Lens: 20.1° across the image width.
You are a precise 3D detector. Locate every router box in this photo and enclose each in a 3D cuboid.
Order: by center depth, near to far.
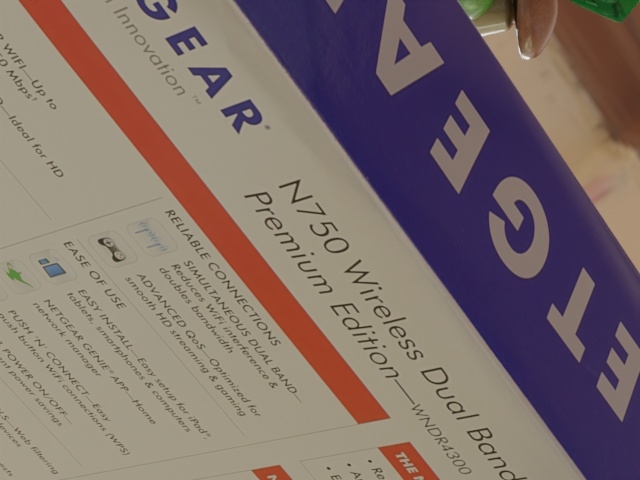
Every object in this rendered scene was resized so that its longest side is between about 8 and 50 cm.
[{"bbox_3d":[-0.063,0.021,0.590,0.301,0.082,0.335,-15,124,38],"label":"router box"}]

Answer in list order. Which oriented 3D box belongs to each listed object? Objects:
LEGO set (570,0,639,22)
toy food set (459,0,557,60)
[{"bbox_3d":[0.004,-0.209,0.322,0.255,0.331,0.192,-57,30,37],"label":"LEGO set"},{"bbox_3d":[0.080,-0.148,0.879,0.218,0.071,0.128,72,-154,-52],"label":"toy food set"}]
